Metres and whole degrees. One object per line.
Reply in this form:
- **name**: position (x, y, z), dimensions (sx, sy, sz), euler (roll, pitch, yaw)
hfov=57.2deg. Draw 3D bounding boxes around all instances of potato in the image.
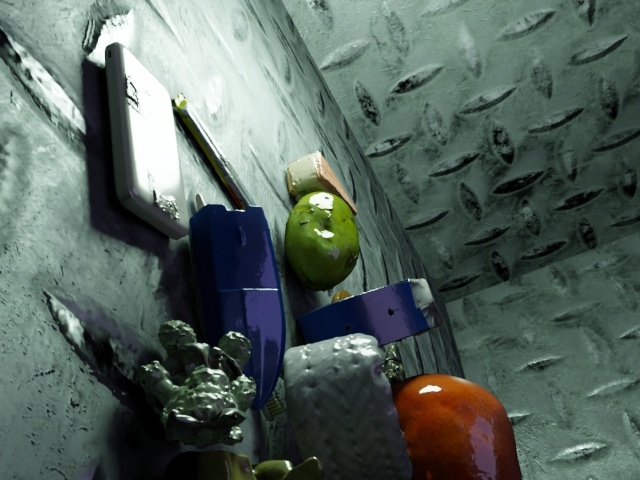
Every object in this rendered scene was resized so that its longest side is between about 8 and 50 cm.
- **potato**: position (0.000, 0.000, 1.283), dimensions (0.186, 0.148, 0.253), euler (46, 29, -14)

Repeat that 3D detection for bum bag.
- **bum bag**: position (0.184, 0.351, 1.524), dimensions (0.248, 0.069, 0.102), euler (-80, 152, -75)

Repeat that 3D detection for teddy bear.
- **teddy bear**: position (-0.136, 0.175, 0.641), dimensions (0.133, 0.111, 0.213), euler (15, 13, -15)

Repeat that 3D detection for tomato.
- **tomato**: position (0.233, 0.419, 1.088), dimensions (0.341, 0.273, 0.341), euler (179, -90, -70)

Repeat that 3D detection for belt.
- **belt**: position (0.106, 0.166, 1.206), dimensions (0.347, 0.212, 0.117), euler (-5, 70, -50)

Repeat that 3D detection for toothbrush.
- **toothbrush**: position (-0.133, 0.095, 0.909), dimensions (0.375, 0.037, 0.028), euler (68, 12, 14)

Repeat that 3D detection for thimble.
- **thimble**: position (0.044, 0.275, 0.930), dimensions (0.217, 0.157, 0.245), euler (-60, 136, -84)

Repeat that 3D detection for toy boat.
- **toy boat**: position (-0.115, 0.096, 0.841), dimensions (0.129, 0.088, 0.295), euler (1, 64, -29)

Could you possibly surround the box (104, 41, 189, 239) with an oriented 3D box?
- **box**: position (-0.248, -0.145, 0.842), dimensions (0.142, 0.044, 0.285), euler (45, 26, -59)

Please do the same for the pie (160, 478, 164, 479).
- **pie**: position (-0.141, 0.319, 0.552), dimensions (0.092, 0.034, 0.170), euler (58, 11, -22)

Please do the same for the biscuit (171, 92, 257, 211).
- **biscuit**: position (-0.183, -0.139, 1.083), dimensions (0.292, 0.026, 0.048), euler (59, 21, -24)

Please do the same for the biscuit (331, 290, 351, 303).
- **biscuit**: position (0.085, 0.244, 1.411), dimensions (0.262, 0.037, 0.262), euler (57, 18, -30)

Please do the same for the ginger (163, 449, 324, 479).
- **ginger**: position (0.003, 0.368, 0.576), dimensions (0.358, 0.211, 0.413), euler (-91, 162, -60)

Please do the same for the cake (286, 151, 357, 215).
- **cake**: position (0.003, -0.109, 1.506), dimensions (0.225, 0.109, 0.090), euler (55, 19, -35)
